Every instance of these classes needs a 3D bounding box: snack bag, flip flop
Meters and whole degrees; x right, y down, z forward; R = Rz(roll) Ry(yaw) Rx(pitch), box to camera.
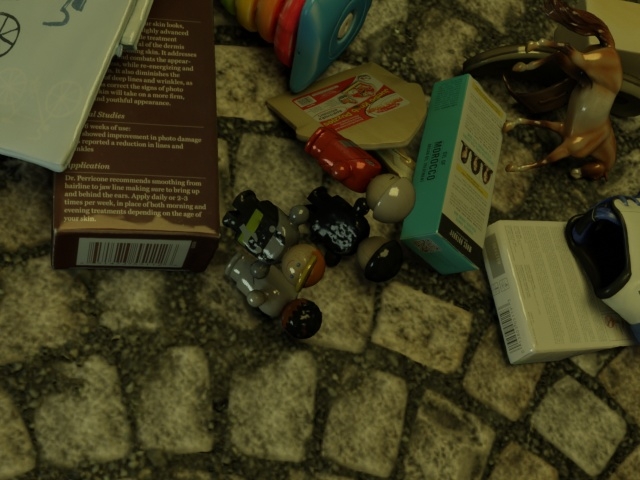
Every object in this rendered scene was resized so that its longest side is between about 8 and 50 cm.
[{"bbox_3d":[-0.344,-0.251,1.266,0.323,0.037,0.343,13,77,25],"label":"snack bag"},{"bbox_3d":[0.332,-0.208,1.534,0.277,0.112,0.080,15,80,-16],"label":"flip flop"}]

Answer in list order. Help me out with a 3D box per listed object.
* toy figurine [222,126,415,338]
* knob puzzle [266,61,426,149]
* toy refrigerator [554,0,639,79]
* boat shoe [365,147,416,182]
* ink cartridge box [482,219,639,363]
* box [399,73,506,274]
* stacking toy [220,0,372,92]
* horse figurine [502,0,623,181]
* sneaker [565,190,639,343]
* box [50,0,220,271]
[{"bbox_3d":[0.000,0.000,1.286,0.148,0.213,0.209,41,62,18],"label":"toy figurine"},{"bbox_3d":[0.052,-0.159,1.422,0.213,0.030,0.213,-3,37,2],"label":"knob puzzle"},{"bbox_3d":[0.486,-0.278,1.597,0.269,0.102,0.094,7,67,-13],"label":"toy refrigerator"},{"bbox_3d":[0.095,-0.102,1.447,0.135,0.050,0.045,41,60,-9],"label":"boat shoe"},{"bbox_3d":[0.324,0.065,1.456,0.224,0.056,0.181,1,67,-36],"label":"ink cartridge box"},{"bbox_3d":[0.176,-0.087,1.428,0.100,0.060,0.244,38,55,-38],"label":"box"},{"bbox_3d":[-0.091,-0.350,1.451,0.301,0.175,0.166,30,56,13],"label":"stacking toy"},{"bbox_3d":[0.334,-0.190,1.454,0.174,0.263,0.066,-3,26,-13],"label":"horse figurine"},{"bbox_3d":[0.434,-0.026,1.447,0.182,0.127,0.316,33,62,-16],"label":"sneaker"},{"bbox_3d":[-0.228,-0.159,1.326,0.191,0.143,0.382,2,70,-14],"label":"box"}]
